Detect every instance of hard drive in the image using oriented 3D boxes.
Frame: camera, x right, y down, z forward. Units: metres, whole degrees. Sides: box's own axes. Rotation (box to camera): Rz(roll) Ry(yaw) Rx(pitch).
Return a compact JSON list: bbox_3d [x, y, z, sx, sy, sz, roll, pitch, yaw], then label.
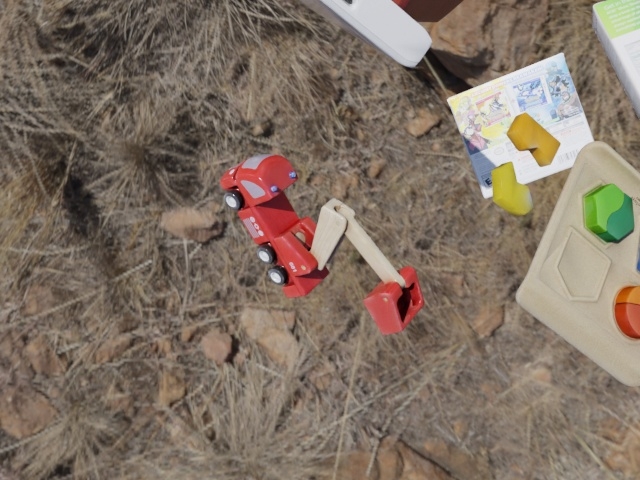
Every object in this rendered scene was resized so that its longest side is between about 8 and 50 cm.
[{"bbox_3d":[-0.037,-0.321,0.830,0.233,0.353,0.047,29,105,-32],"label":"hard drive"}]

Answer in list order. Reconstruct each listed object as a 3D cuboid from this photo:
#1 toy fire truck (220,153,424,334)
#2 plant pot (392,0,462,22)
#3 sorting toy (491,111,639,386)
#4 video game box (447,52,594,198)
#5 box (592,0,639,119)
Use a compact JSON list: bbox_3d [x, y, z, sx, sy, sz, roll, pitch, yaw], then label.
[{"bbox_3d":[0.000,0.000,0.667,0.047,0.135,0.192,-42,109,-41],"label":"toy fire truck"},{"bbox_3d":[0.223,-0.653,1.653,0.267,0.267,0.236,-15,147,-41],"label":"plant pot"},{"bbox_3d":[0.318,0.000,0.841,0.307,0.041,0.229,36,72,-16],"label":"sorting toy"},{"bbox_3d":[0.345,-0.195,1.237,0.205,0.048,0.187,-20,96,11],"label":"video game box"},{"bbox_3d":[0.552,-0.239,1.004,0.232,0.322,0.058,-18,155,10],"label":"box"}]
